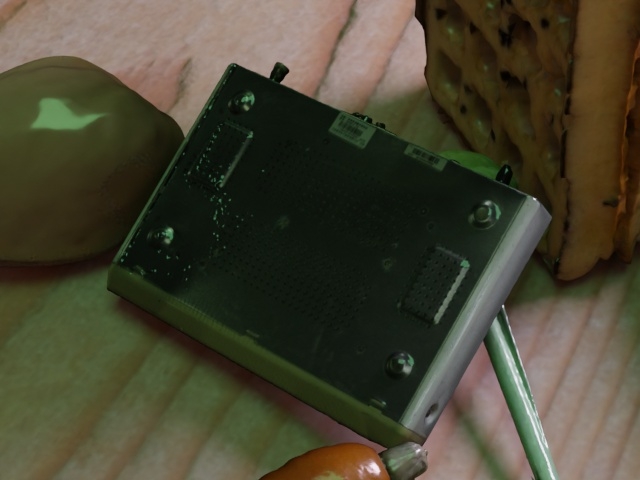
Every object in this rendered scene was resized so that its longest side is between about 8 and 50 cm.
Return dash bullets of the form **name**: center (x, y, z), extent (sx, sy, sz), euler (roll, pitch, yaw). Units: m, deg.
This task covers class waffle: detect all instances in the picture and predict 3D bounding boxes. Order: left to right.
- **waffle**: center (0.163, -0.180, 1.061), extent (0.114, 0.376, 0.261), euler (-14, 49, -11)

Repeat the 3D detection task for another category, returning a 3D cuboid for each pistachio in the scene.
- **pistachio**: center (-0.211, -0.057, 1.138), extent (0.223, 0.126, 0.152), euler (-8, 82, -4)

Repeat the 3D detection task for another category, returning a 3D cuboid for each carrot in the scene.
- **carrot**: center (-0.083, 0.199, 0.934), extent (0.336, 0.069, 0.069), euler (-24, 49, -10)

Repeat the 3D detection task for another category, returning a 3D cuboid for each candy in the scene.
- **candy**: center (0.124, 0.077, 1.034), extent (0.093, 0.092, 0.335), euler (-2, 53, -21)

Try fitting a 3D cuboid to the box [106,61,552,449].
- **box**: center (0.000, 0.000, 1.058), extent (0.270, 0.045, 0.211), euler (28, 84, 29)
